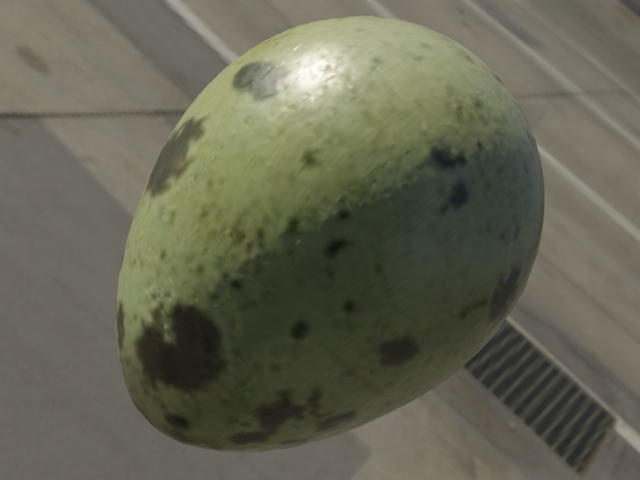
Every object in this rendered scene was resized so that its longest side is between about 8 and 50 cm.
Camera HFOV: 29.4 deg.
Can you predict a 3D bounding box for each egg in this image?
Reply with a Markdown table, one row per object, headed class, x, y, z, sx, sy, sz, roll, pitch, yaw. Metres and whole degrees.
| class | x | y | z | sx | sy | sz | roll | pitch | yaw |
| --- | --- | --- | --- | --- | --- | --- | --- | --- | --- |
| egg | 0.000 | 0.000 | 0.568 | 0.177 | 0.228 | 0.177 | 43 | -14 | 13 |
